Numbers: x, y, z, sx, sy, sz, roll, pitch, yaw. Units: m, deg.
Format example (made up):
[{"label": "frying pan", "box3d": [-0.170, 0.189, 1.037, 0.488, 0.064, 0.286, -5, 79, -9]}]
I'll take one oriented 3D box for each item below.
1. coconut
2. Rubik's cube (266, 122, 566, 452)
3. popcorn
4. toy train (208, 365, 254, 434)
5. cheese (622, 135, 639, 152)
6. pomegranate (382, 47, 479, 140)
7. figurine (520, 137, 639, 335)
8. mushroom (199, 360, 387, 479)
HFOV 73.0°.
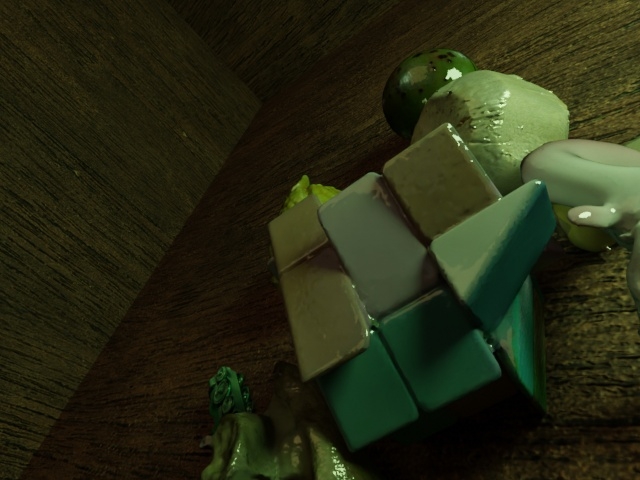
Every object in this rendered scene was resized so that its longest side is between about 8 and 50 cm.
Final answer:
[{"label": "coconut", "box3d": [0.304, -0.166, 0.762, 0.245, 0.247, 0.245, -179, 90, -66]}, {"label": "Rubik's cube", "box3d": [0.135, 0.071, 0.582, 0.358, 0.387, 0.368, -34, 12, 15]}, {"label": "popcorn", "box3d": [-0.005, 0.001, 1.017, 0.225, 0.276, 0.277, 33, 79, 25]}, {"label": "toy train", "box3d": [-0.213, 0.368, 0.984, 0.105, 0.071, 0.178, -56, 28, 6]}, {"label": "cheese", "box3d": [0.513, -0.148, 0.591, 0.400, 0.034, 0.085, -36, 23, 42]}, {"label": "pomegranate", "box3d": [0.279, -0.314, 1.030, 0.242, 0.242, 0.306, -33, 51, 25]}, {"label": "figurine", "box3d": [0.383, -0.009, 0.479, 0.206, 0.284, 0.315, -42, 1, 25]}, {"label": "mushroom", "box3d": [0.009, 0.286, 0.556, 0.211, 0.292, 0.217, -25, 21, 33]}]
